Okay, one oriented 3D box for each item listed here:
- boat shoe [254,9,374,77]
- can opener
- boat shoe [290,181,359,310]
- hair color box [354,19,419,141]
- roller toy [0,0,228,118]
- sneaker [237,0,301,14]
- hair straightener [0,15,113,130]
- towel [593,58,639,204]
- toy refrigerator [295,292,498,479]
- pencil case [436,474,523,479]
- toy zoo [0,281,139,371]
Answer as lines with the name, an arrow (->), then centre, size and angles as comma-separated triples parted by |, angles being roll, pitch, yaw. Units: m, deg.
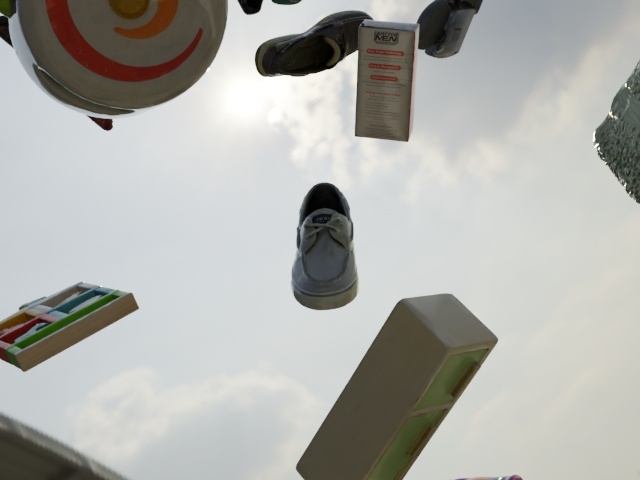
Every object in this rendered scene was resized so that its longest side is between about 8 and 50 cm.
boat shoe -> 0.006, -0.300, 1.657 | 0.224, 0.073, 0.080 | -24, -55, -28
can opener -> 0.259, -0.453, 1.947 | 0.093, 0.074, 0.280 | 50, -122, -44
boat shoe -> 0.001, 0.000, 1.239 | 0.079, 0.227, 0.081 | -6, -63, 2
hair color box -> 0.082, -0.197, 1.307 | 0.043, 0.072, 0.141 | -61, -24, -61
roller toy -> -0.186, -0.214, 0.983 | 0.209, 0.191, 0.146 | -25, 9, -18
sneaker -> -0.022, -0.414, 1.544 | 0.302, 0.121, 0.108 | -8, 10, 46
hair straightener -> -0.313, -0.232, 1.262 | 0.089, 0.230, 0.047 | -51, -4, -24
towel -> 0.271, -0.092, 0.866 | 0.027, 0.148, 0.110 | 16, -64, -15
toy refrigerator -> 0.088, 0.195, 1.229 | 0.102, 0.094, 0.269 | -2, -51, -48
pencil case -> 0.168, 0.372, 1.411 | 0.236, 0.104, 0.104 | -16, -13, 30
toy zoo -> -0.417, 0.125, 1.635 | 0.192, 0.030, 0.293 | -29, 16, -27
